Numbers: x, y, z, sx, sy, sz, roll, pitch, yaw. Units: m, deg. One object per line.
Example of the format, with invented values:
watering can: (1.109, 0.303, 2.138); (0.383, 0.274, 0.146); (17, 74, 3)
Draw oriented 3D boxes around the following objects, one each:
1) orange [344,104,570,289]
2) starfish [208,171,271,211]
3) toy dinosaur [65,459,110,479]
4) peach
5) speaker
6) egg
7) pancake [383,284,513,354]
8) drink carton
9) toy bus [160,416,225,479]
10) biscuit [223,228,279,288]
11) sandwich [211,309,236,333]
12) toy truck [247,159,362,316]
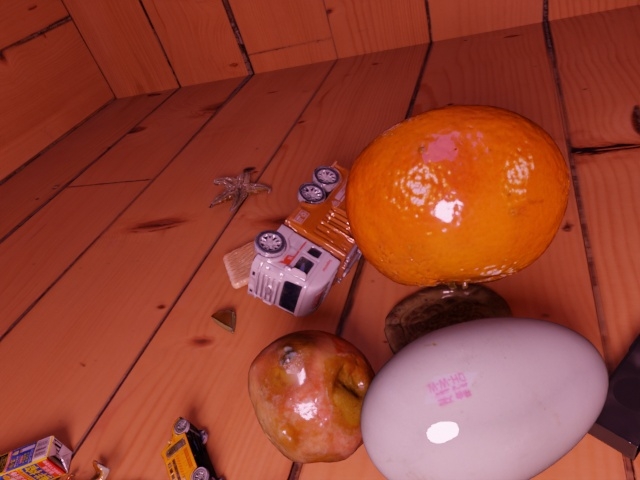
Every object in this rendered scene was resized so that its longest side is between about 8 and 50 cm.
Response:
orange: (0.261, -0.067, 0.923); (0.423, 0.424, 0.326); (-7, 71, 16)
starfish: (-0.271, -0.168, 1.564); (0.240, 0.043, 0.227); (5, 45, 24)
toy dinosaur: (-0.420, 0.467, 0.818); (0.212, 0.057, 0.142); (3, 54, 29)
peach: (-0.017, 0.250, 0.767); (0.214, 0.236, 0.214); (-18, 41, 16)
speaker: (0.497, 0.226, 0.722); (0.218, 0.044, 0.082); (-37, 40, -22)
egg: (0.236, 0.231, 0.679); (0.370, 0.230, 0.230); (-19, 36, -7)
pancake: (0.254, 0.172, 0.909); (0.250, 0.031, 0.250); (-9, 36, 7)
drink carton: (-0.581, 0.443, 0.902); (0.165, 0.071, 0.056); (-20, 33, -2)
toy bus: (-0.227, 0.391, 0.813); (0.074, 0.070, 0.162); (-38, 42, -8)
biscuit: (-0.135, 0.036, 1.255); (0.249, 0.030, 0.160); (-25, 37, -8)
sandwich: (-0.221, 0.185, 1.103); (0.083, 0.031, 0.044); (19, 55, 37)
toy truck: (0.000, 0.000, 1.109); (0.206, 0.173, 0.388); (29, 53, 9)
